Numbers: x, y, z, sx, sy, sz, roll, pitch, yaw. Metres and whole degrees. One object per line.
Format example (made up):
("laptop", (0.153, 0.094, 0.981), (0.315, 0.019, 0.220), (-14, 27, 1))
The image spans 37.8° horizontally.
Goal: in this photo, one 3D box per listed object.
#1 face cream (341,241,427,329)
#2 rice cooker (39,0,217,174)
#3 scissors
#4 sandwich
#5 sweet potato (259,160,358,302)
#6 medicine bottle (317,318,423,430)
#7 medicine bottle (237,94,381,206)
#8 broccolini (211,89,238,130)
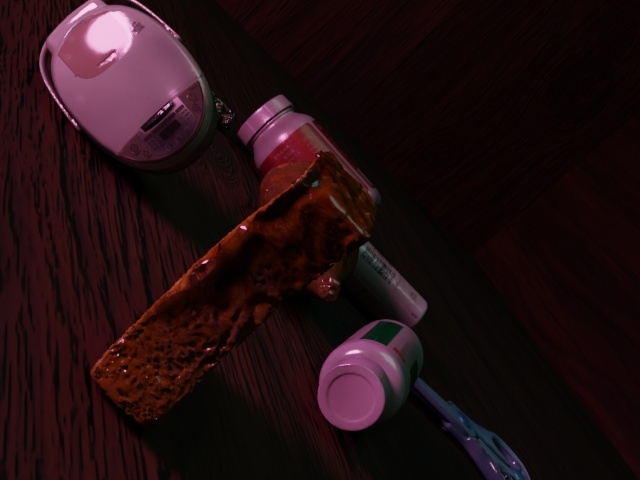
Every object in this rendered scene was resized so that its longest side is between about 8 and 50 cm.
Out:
("face cream", (0.050, 0.033, 1.443), (0.269, 0.082, 0.082), (46, 11, -13))
("rice cooker", (-0.198, -0.161, 0.994), (0.206, 0.145, 0.127), (47, -2, 15))
("scissors", (0.199, 0.268, 1.318), (0.393, 0.032, 0.180), (45, 11, -18))
("sandwich", (-0.055, 0.029, 0.681), (0.065, 0.215, 0.186), (47, 8, -2))
("sweet potato", (-0.002, 0.002, 1.238), (0.131, 0.131, 0.336), (42, 13, -27))
("medicine bottle", (0.056, 0.145, 1.026), (0.095, 0.095, 0.260), (49, 10, 7))
("medicine bottle", (-0.020, -0.119, 1.582), (0.250, 0.131, 0.131), (48, 10, 4))
("broccolini", (-0.236, -0.277, 1.595), (0.254, 0.071, 0.057), (44, 51, 16))
